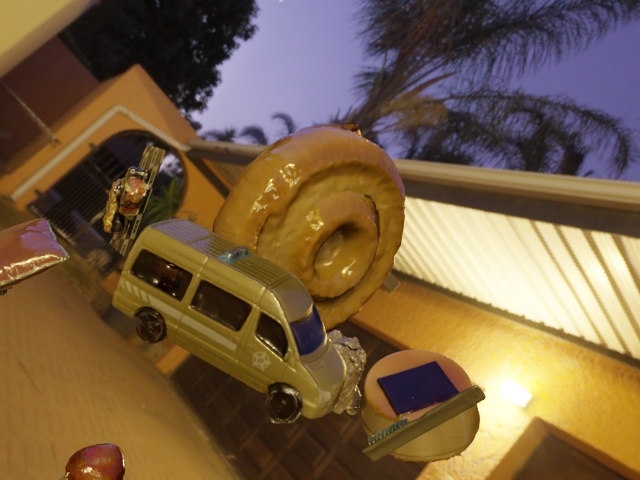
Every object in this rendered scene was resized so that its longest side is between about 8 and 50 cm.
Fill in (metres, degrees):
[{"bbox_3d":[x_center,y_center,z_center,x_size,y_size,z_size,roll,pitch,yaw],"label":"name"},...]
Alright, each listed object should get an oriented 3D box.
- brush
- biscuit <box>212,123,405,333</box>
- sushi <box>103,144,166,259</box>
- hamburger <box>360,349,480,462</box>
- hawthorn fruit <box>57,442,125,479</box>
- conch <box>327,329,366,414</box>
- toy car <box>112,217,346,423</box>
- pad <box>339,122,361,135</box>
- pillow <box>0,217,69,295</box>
[{"bbox_3d":[0.141,0.251,0.815,0.034,0.190,0.027,49,15,-27],"label":"brush"},{"bbox_3d":[0.000,0.000,0.755,0.102,0.296,0.296,29,-21,42],"label":"biscuit"},{"bbox_3d":[-0.318,-0.073,0.950,0.040,0.193,0.210,20,0,-27],"label":"sushi"},{"bbox_3d":[0.239,0.403,1.414,0.300,0.300,0.176,29,-46,47],"label":"hamburger"},{"bbox_3d":[-0.302,0.309,0.787,0.077,0.077,0.077,41,-14,13],"label":"hawthorn fruit"},{"bbox_3d":[0.037,0.335,1.518,0.163,0.178,0.245,122,-47,-67],"label":"conch"},{"bbox_3d":[-0.082,0.076,0.609,0.256,0.124,0.101,26,16,12],"label":"toy car"},{"bbox_3d":[0.085,-0.171,1.141,0.323,0.055,0.250,2,-6,11],"label":"pad"},{"bbox_3d":[-0.582,0.035,1.104,0.171,0.179,0.075,38,-34,43],"label":"pillow"}]
